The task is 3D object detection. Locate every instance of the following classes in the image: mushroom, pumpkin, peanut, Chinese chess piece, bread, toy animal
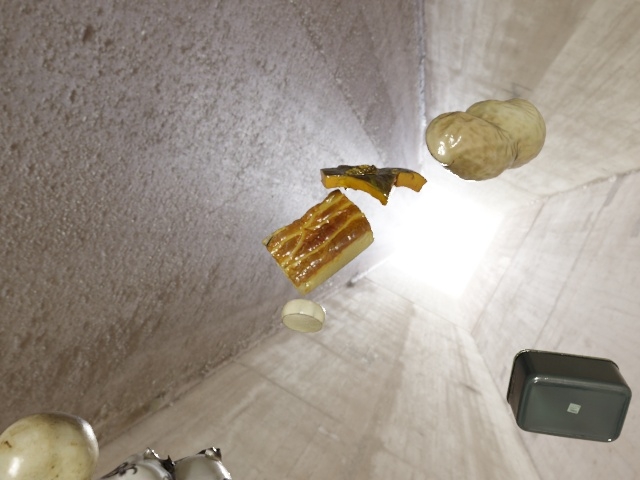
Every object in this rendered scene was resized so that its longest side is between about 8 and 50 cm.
[{"bbox_3d":[-0.453,0.361,0.824,0.166,0.127,0.167,1,89,-42],"label":"mushroom"},{"bbox_3d":[0.121,-0.166,1.402,0.258,0.290,0.095,-16,111,-52],"label":"pumpkin"},{"bbox_3d":[0.217,-0.131,0.657,0.227,0.104,0.085,-25,170,-40],"label":"peanut"},{"bbox_3d":[-0.046,0.206,1.375,0.122,0.122,0.051,99,1,-55],"label":"Chinese chess piece"},{"bbox_3d":[0.000,0.000,1.413,0.274,0.185,0.114,-36,153,-11],"label":"bread"},{"bbox_3d":[-0.341,0.571,1.048,0.309,0.251,0.251,6,119,-29],"label":"toy animal"}]

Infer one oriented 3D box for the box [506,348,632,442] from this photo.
[{"bbox_3d":[0.475,0.302,0.974,0.090,0.200,0.145,-64,160,-69],"label":"box"}]
